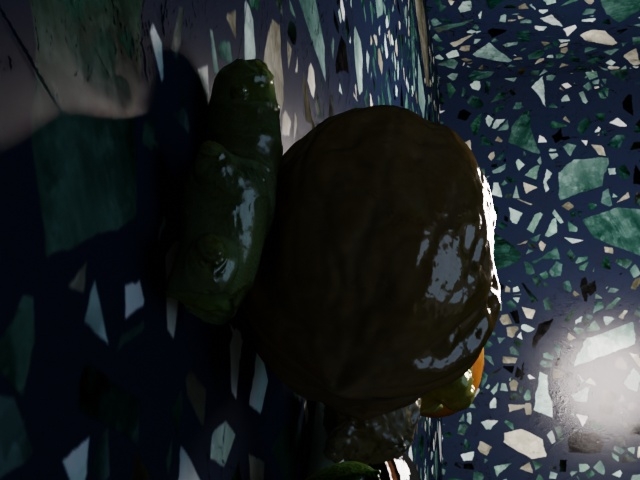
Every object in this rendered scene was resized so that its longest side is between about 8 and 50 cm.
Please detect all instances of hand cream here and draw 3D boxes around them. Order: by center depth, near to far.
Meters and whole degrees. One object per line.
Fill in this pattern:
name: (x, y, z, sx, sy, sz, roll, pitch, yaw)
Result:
hand cream: (0.006, 0.274, 1.204, 0.109, 0.067, 0.320, 73, 12, -45)

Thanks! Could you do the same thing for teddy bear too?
teddy bear: (0.072, 0.183, 1.140, 0.267, 0.156, 0.256, 11, 88, -49)

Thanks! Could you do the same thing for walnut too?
walnut: (0.051, 0.029, 0.895, 0.344, 0.306, 0.306, -69, 155, -43)

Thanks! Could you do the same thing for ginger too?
ginger: (-0.081, -0.054, 0.763, 0.290, 0.089, 0.137, -76, 152, -46)

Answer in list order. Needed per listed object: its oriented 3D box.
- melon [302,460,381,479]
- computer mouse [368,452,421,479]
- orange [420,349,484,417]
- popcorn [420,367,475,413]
melon: (-0.023, 0.359, 0.898, 0.169, 0.129, 0.265, -167, -98, -78)
computer mouse: (0.137, 0.535, 1.559, 0.323, 0.116, 0.183, -79, 156, -44)
orange: (0.277, 0.280, 1.969, 0.284, 0.226, 0.284, 4, 90, -79)
popcorn: (0.177, 0.197, 1.520, 0.235, 0.242, 0.250, 57, 30, -60)
